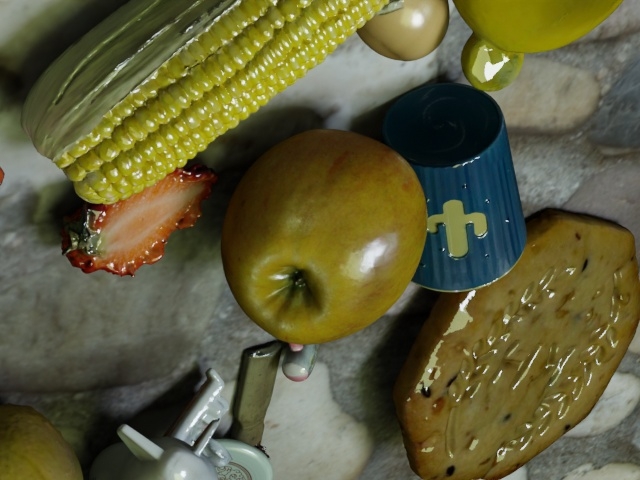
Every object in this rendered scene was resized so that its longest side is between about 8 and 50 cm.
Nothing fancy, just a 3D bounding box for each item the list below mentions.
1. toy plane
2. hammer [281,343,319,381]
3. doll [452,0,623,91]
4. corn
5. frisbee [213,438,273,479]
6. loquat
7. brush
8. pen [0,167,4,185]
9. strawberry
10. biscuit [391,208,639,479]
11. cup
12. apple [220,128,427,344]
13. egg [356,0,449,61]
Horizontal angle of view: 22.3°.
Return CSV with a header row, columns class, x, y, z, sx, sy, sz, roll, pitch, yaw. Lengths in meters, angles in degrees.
class,x,y,z,sx,sy,sz,roll,pitch,yaw
toy plane,-0.160,0.225,1.513,0.244,0.117,0.244,-53,-174,8
hammer,-0.027,0.096,1.585,0.031,0.052,0.083,-6,129,22
doll,0.191,-0.343,1.189,0.423,0.161,0.348,-43,131,6
corn,-0.080,-0.148,1.207,0.305,0.122,0.123,-36,102,-7
frisbee,-0.103,0.242,1.659,0.110,0.014,0.110,-2,133,-2
loquat,-0.273,0.232,1.397,0.149,0.172,0.204,-20,118,-5
brush,-0.069,0.200,1.665,0.043,0.036,0.248,-24,143,-35
pen,-0.281,-0.108,1.140,0.028,0.028,0.239,-34,145,-6
strawberry,-0.153,-0.025,1.332,0.152,0.048,0.104,-27,139,-38
biscuit,0.224,0.124,1.776,0.359,0.046,0.359,-24,135,-27
cup,0.096,-0.049,1.469,0.176,0.131,0.155,-8,137,2
apple,0.000,0.000,1.376,0.155,0.182,0.182,-52,162,-46
egg,0.066,-0.183,1.310,0.080,0.080,0.096,-39,139,2
